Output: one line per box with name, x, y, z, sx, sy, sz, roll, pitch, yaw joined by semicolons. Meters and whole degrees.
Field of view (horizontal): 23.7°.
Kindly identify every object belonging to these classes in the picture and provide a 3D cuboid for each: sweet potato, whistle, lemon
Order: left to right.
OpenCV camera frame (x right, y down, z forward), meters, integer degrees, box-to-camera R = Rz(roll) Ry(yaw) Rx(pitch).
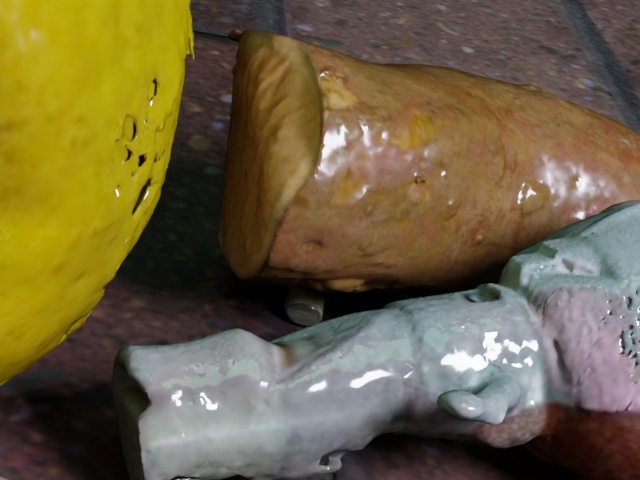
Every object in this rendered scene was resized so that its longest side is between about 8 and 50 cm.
lemon;-0.188;-0.074;0.575;0.297;0.297;0.297;10;29;-6
sweet potato;0.099;-0.019;0.772;0.337;0.131;0.131;9;27;-34
whistle;0.089;0.055;0.645;0.346;0.133;0.142;-8;37;-16

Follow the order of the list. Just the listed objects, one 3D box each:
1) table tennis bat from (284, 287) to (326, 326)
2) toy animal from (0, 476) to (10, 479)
table tennis bat;0.000;0.000;0.799;0.087;0.013;0.156;15;28;0
toy animal;-0.124;0.148;0.340;0.166;0.154;0.250;35;33;-1
